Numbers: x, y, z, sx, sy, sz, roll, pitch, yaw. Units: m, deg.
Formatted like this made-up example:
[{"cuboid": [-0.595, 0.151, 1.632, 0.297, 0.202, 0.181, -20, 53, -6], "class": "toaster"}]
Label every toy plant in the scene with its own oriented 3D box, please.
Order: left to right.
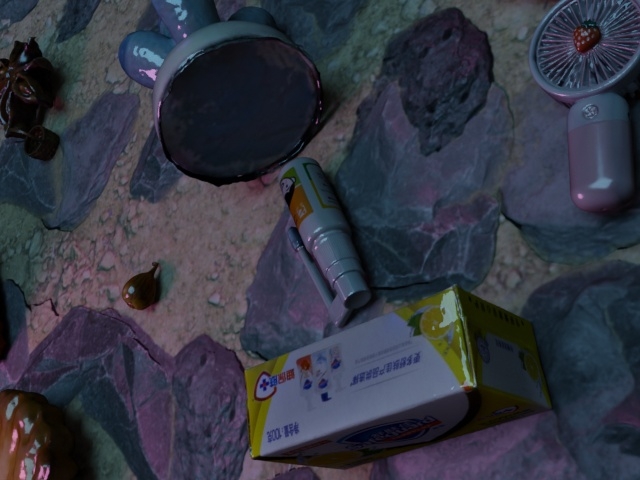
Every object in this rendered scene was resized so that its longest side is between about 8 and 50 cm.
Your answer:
[{"cuboid": [-0.160, -0.260, 1.160, 0.247, 0.247, 0.332, -46, 46, 15], "class": "toy plant"}]

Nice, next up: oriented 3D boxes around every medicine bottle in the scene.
[{"cuboid": [0.000, 0.000, 1.021, 0.092, 0.061, 0.221, -60, 41, 37], "class": "medicine bottle"}]

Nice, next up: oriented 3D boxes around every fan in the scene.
[{"cuboid": [0.283, -0.145, 0.827, 0.130, 0.074, 0.244, -12, 64, 36], "class": "fan"}]

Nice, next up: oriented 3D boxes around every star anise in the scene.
[{"cuboid": [-0.597, -0.298, 1.638, 0.214, 0.099, 0.220, -37, 55, 41], "class": "star anise"}]

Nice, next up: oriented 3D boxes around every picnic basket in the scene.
[{"cuboid": [-0.554, -0.194, 1.555, 0.072, 0.083, 0.072, -17, 61, 33], "class": "picnic basket"}]

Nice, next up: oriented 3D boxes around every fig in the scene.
[{"cuboid": [-0.267, 0.065, 1.228, 0.050, 0.050, 0.083, -3, 50, 40], "class": "fig"}]

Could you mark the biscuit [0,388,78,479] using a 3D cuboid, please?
[{"cuboid": [-0.473, 0.387, 1.217, 0.326, 0.107, 0.326, -19, 57, 32], "class": "biscuit"}]

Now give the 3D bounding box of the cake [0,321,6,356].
[{"cuboid": [-0.771, 0.137, 1.431, 0.269, 0.319, 0.270, -43, 50, 20], "class": "cake"}]

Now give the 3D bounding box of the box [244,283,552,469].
[{"cuboid": [0.072, 0.149, 0.817, 0.265, 0.168, 0.097, -25, 60, 29], "class": "box"}]
